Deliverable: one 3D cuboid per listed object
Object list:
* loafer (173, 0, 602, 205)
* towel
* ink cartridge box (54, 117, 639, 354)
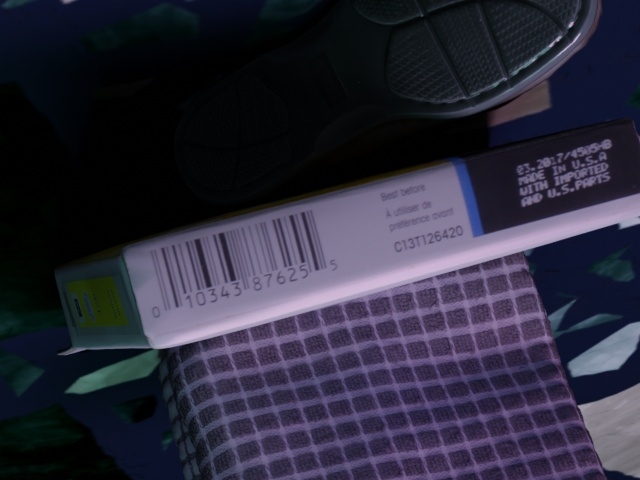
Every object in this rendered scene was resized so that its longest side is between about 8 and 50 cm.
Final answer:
[{"bbox_3d":[0.042,-0.097,1.133,0.268,0.096,0.084,-23,170,23],"label":"loafer"},{"bbox_3d":[0.048,0.132,1.359,0.284,0.235,0.121,-11,144,-14],"label":"towel"},{"bbox_3d":[0.000,0.000,1.193,0.304,0.072,0.307,-16,-176,-17],"label":"ink cartridge box"}]
